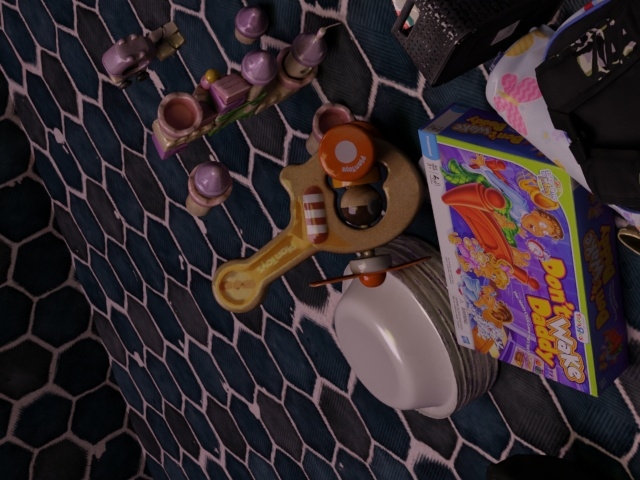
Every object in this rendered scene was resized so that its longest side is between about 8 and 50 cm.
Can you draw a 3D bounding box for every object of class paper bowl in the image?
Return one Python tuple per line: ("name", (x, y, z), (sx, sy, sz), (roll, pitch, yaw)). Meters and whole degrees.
("paper bowl", (0.131, 0.146, 2.298), (0.284, 0.148, 0.284), (44, 152, 31))

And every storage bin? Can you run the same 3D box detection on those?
("storage bin", (0.183, -0.263, 1.688), (0.084, 0.180, 0.122), (56, 156, 13))

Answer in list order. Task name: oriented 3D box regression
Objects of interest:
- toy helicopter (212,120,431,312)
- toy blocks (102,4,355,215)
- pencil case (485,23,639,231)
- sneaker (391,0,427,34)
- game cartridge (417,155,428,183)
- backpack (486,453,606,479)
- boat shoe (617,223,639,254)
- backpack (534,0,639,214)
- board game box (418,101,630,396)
("toy helicopter", (0.000, 0.000, 2.177), (0.235, 0.355, 0.140), (53, -169, 0))
("toy blocks", (-0.129, -0.236, 2.217), (0.309, 0.289, 0.260), (61, 163, 6))
("pencil case", (0.312, -0.128, 1.672), (0.273, 0.113, 0.124), (46, 111, 31))
("sneaker", (0.114, -0.341, 1.899), (0.075, 0.057, 0.161), (-17, 112, 41))
("game cartridge", (0.167, -0.103, 2.107), (0.056, 0.017, 0.083), (57, 156, 0))
("backpack", (0.368, 0.507, 2.141), (0.290, 0.273, 0.355), (32, 122, 44))
("boat shoe", (0.412, 0.026, 1.721), (0.153, 0.048, 0.056), (46, 153, 30))
("backpack", (0.350, -0.152, 1.443), (0.263, 0.213, 0.276), (-17, 95, 53))
("board game box", (0.263, 0.011, 1.910), (0.233, 0.078, 0.347), (19, 134, 40))
